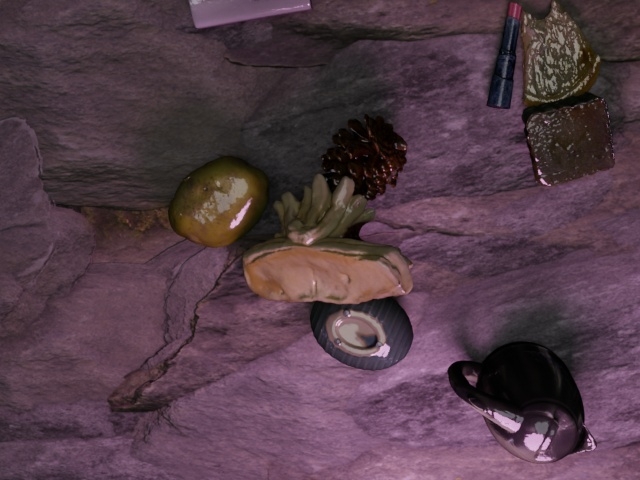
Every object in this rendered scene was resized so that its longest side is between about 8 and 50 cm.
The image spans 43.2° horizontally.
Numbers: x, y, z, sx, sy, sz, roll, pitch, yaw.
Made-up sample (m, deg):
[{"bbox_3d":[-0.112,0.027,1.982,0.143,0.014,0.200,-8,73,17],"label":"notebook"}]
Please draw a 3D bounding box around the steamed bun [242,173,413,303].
[{"bbox_3d":[0.000,0.000,1.780,0.428,0.189,0.247,-7,131,38],"label":"steamed bun"}]

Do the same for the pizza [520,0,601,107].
[{"bbox_3d":[0.528,-0.423,1.804,0.181,0.034,0.262,-10,96,7],"label":"pizza"}]

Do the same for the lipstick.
[{"bbox_3d":[0.414,-0.415,1.811,0.054,0.053,0.234,7,94,4],"label":"lipstick"}]

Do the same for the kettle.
[{"bbox_3d":[0.428,0.352,1.768,0.321,0.324,0.228,25,99,1],"label":"kettle"}]

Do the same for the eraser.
[{"bbox_3d":[-0.164,-0.586,1.818,0.270,0.095,0.174,-8,99,7],"label":"eraser"}]

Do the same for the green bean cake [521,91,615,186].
[{"bbox_3d":[0.543,-0.227,1.785,0.181,0.094,0.173,-16,108,6],"label":"green bean cake"}]

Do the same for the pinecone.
[{"bbox_3d":[0.092,-0.172,1.806,0.212,0.168,0.186,-45,133,14],"label":"pinecone"}]

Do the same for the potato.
[{"bbox_3d":[-0.232,-0.089,1.859,0.197,0.148,0.228,28,101,-12],"label":"potato"}]

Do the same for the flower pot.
[{"bbox_3d":[0.094,0.199,1.864,0.243,0.157,0.189,22,101,8],"label":"flower pot"}]
